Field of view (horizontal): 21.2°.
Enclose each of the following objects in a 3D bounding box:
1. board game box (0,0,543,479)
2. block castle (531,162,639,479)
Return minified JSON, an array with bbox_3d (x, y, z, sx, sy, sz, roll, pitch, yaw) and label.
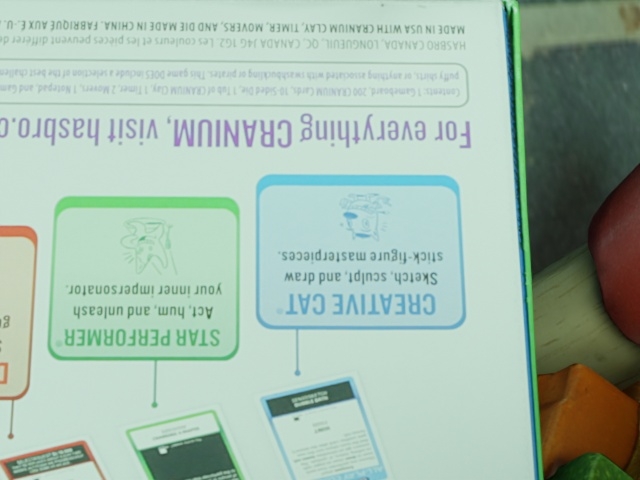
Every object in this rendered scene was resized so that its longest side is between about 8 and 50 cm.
[{"bbox_3d":[-0.075,0.100,0.334,0.242,0.064,0.317,1,66,-2],"label":"board game box"},{"bbox_3d":[0.146,0.197,0.506,0.303,0.213,0.453,36,50,-15],"label":"block castle"}]
